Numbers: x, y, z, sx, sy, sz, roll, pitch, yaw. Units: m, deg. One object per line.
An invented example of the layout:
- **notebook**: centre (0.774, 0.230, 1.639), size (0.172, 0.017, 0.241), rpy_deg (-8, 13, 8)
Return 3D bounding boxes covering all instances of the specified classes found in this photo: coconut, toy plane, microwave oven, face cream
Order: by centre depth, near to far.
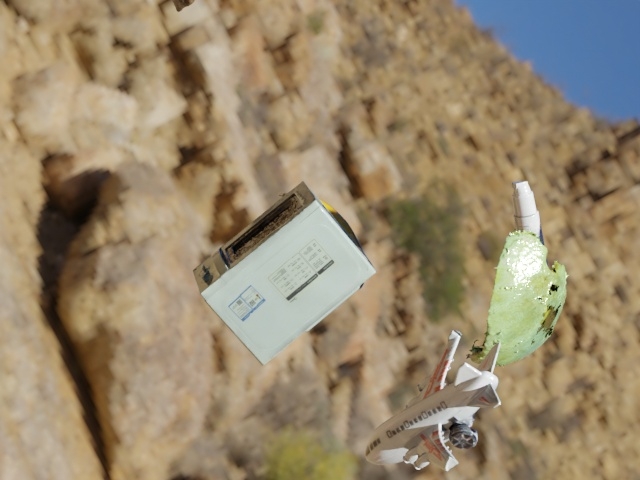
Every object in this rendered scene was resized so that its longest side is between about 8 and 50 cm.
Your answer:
- **toy plane**: centre (0.106, 0.165, 1.459), size (0.065, 0.171, 0.162), rpy_deg (29, 38, -18)
- **coconut**: centre (0.198, 0.071, 1.546), size (0.055, 0.133, 0.158), rpy_deg (28, -8, 29)
- **face cream**: centre (0.269, -0.016, 2.042), size (0.034, 0.034, 0.130), rpy_deg (-131, -154, -71)
- **microwave oven**: centre (-0.052, 0.045, 2.200), size (0.162, 0.208, 0.122), rpy_deg (50, 3, -19)

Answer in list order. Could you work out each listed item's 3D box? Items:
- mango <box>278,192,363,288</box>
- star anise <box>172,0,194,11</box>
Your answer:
- **mango**: centre (0.000, 0.000, 2.329), size (0.187, 0.101, 0.066), rpy_deg (44, -28, 9)
- **star anise**: centre (-0.149, -0.354, 1.649), size (0.212, 0.196, 0.111), rpy_deg (59, 2, -21)
